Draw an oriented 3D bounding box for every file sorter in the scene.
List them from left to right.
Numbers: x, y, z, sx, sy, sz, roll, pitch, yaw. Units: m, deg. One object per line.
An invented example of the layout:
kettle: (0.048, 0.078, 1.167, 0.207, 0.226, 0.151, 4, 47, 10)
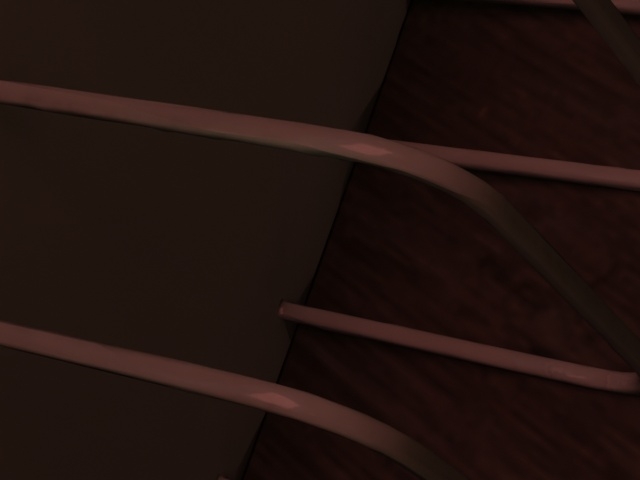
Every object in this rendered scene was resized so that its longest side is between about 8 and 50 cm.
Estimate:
file sorter: (0.000, 0.000, 0.523, 0.173, 0.193, 0.278, 9, 73, 34)
